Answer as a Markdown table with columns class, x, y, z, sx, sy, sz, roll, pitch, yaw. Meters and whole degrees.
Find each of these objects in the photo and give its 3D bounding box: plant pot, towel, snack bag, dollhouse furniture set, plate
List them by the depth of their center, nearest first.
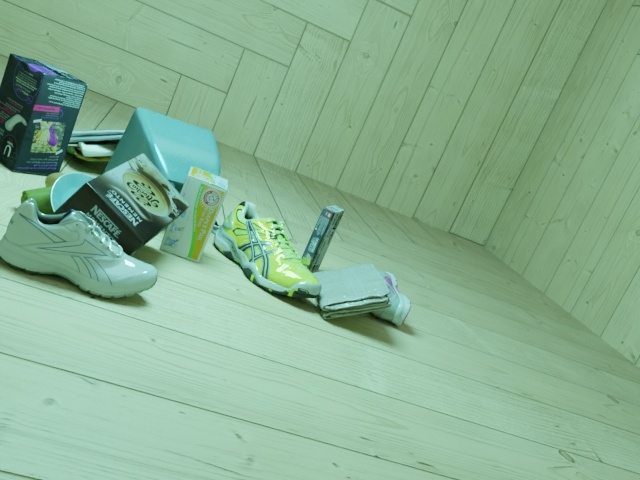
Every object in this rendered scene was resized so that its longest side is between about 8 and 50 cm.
| class | x | y | z | sx | sy | sz | roll | pitch | yaw |
| --- | --- | --- | --- | --- | --- | --- | --- | --- | --- |
| plant pot | -0.624 | -0.087 | 1.549 | 0.079 | 0.083 | 0.083 | -4 | 29 | -42 |
| plate | -0.526 | -0.066 | 1.554 | 0.188 | 0.024 | 0.188 | 36 | 38 | -34 |
| towel | 0.074 | 0.125 | 1.823 | 0.187 | 0.049 | 0.282 | -9 | 17 | -7 |
| plant pot | -0.419 | -0.169 | 1.899 | 0.247 | 0.248 | 0.252 | 15 | 31 | -37 |
| dollhouse furniture set | -0.624 | -0.227 | 2.143 | 0.301 | 0.151 | 0.197 | -7 | 7 | -34 |
| snack bag | -0.644 | -0.324 | 2.165 | 0.323 | 0.037 | 0.342 | -2 | 6 | 7 |

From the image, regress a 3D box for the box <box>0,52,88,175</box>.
| class | x | y | z | sx | sy | sz | roll | pitch | yaw |
| --- | --- | --- | --- | --- | --- | --- | --- | --- | --- |
| box | -0.757 | -0.328 | 1.829 | 0.165 | 0.270 | 0.143 | 31 | 14 | 28 |

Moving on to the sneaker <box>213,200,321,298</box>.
| class | x | y | z | sx | sy | sz | roll | pitch | yaw |
| --- | --- | --- | --- | --- | --- | --- | --- | --- | --- |
| sneaker | -0.137 | 0.024 | 1.808 | 0.384 | 0.147 | 0.145 | 34 | 14 | 34 |

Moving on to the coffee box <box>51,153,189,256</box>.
| class | x | y | z | sx | sy | sz | roll | pitch | yaw |
| --- | --- | --- | --- | --- | --- | --- | --- | --- | --- |
| coffee box | -0.422 | -0.065 | 1.504 | 0.168 | 0.119 | 0.297 | 49 | 18 | -9 |

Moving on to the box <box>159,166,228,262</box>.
| class | x | y | z | sx | sy | sz | roll | pitch | yaw |
| --- | --- | --- | --- | --- | --- | --- | --- | --- | --- |
| box | -0.313 | -0.066 | 1.719 | 0.103 | 0.203 | 0.114 | 21 | 13 | -13 |

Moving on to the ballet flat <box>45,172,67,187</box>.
| class | x | y | z | sx | sy | sz | roll | pitch | yaw |
| --- | --- | --- | --- | --- | --- | --- | --- | --- | --- |
| ballet flat | -0.568 | -0.100 | 1.698 | 0.232 | 0.080 | 0.073 | 20 | 28 | -11 |

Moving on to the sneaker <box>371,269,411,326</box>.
| class | x | y | z | sx | sy | sz | roll | pitch | yaw |
| --- | --- | --- | --- | --- | --- | --- | --- | --- | --- |
| sneaker | 0.161 | 0.144 | 1.957 | 0.111 | 0.103 | 0.252 | 21 | 12 | -23 |

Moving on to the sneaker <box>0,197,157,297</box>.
| class | x | y | z | sx | sy | sz | roll | pitch | yaw |
| --- | --- | --- | --- | --- | --- | --- | --- | --- | --- |
| sneaker | -0.445 | 0.019 | 1.301 | 0.297 | 0.129 | 0.111 | 20 | 11 | -22 |

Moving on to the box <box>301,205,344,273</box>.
| class | x | y | z | sx | sy | sz | roll | pitch | yaw |
| --- | --- | --- | --- | --- | --- | --- | --- | --- | --- |
| box | 0.000 | 0.000 | 2.014 | 0.036 | 0.207 | 0.114 | 27 | 13 | 14 |

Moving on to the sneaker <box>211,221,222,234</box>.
| class | x | y | z | sx | sy | sz | roll | pitch | yaw |
| --- | --- | --- | --- | --- | --- | --- | --- | --- | --- |
| sneaker | -0.319 | -0.046 | 2.015 | 0.083 | 0.037 | 0.032 | 25 | 14 | 11 |
